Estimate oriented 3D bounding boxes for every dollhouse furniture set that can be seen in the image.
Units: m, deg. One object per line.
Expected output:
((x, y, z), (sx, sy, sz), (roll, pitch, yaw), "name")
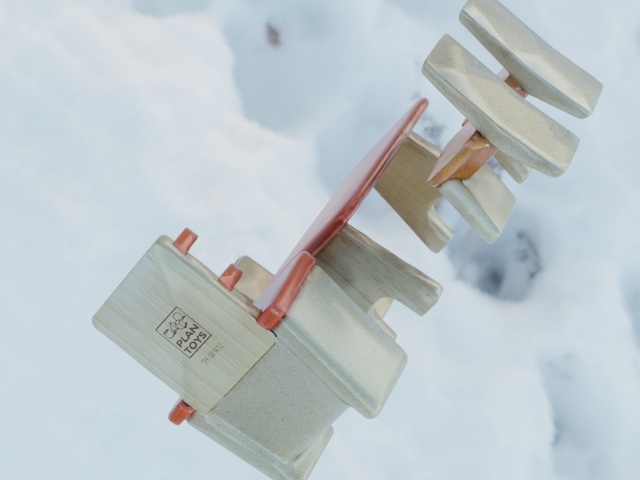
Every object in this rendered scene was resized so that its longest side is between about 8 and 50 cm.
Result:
((0.000, 0.000, 0.888), (0.135, 0.262, 0.259), (40, 35, -4), "dollhouse furniture set")
